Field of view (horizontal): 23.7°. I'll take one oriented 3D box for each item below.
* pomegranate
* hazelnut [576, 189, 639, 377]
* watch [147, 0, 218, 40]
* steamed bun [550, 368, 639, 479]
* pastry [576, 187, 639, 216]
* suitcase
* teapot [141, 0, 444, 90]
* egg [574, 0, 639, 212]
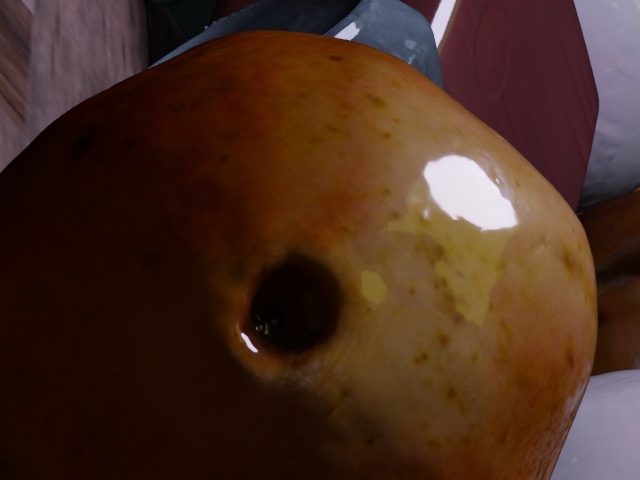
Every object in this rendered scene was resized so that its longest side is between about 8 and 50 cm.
[{"bbox_3d":[-0.019,0.036,0.492,0.209,0.209,0.209,57,14,-22],"label":"pomegranate"},{"bbox_3d":[0.315,0.151,1.224,0.429,0.402,0.402,53,15,-19],"label":"hazelnut"},{"bbox_3d":[-0.061,-0.177,1.054,0.195,0.068,0.237,57,13,-16],"label":"watch"},{"bbox_3d":[0.227,0.206,0.889,0.309,0.309,0.309,57,14,-22],"label":"steamed bun"},{"bbox_3d":[0.366,0.030,1.653,0.313,0.388,0.389,75,-7,-66],"label":"pastry"},{"bbox_3d":[0.063,-0.098,0.959,0.297,0.161,0.236,61,41,-50],"label":"suitcase"},{"bbox_3d":[0.000,0.000,0.762,0.203,0.171,0.225,20,-41,62],"label":"teapot"},{"bbox_3d":[0.147,-0.218,1.386,0.339,0.354,0.355,16,44,-47],"label":"egg"}]
